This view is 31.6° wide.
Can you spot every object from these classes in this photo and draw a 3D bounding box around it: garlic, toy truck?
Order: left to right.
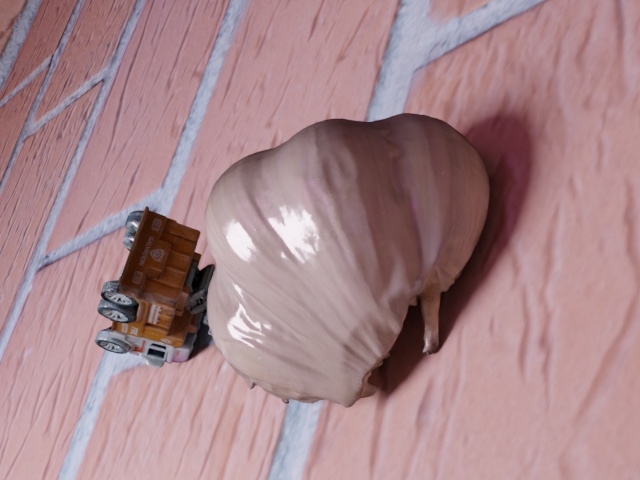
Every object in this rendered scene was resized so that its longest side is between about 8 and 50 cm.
[{"bbox_3d":[-0.123,0.051,0.958,0.177,0.115,0.080,121,166,-64],"label":"toy truck"},{"bbox_3d":[0.000,0.000,0.755,0.229,0.143,0.178,-41,30,18],"label":"garlic"}]
